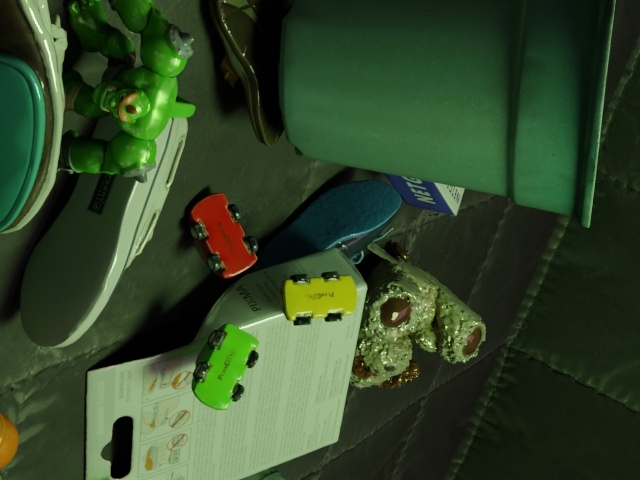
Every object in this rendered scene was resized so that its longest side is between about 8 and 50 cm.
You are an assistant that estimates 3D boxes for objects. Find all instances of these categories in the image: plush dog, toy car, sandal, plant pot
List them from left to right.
[{"bbox_3d":[-0.093,0.091,1.456,0.053,0.239,0.225,-14,-133,63],"label":"toy car"},{"bbox_3d":[-0.080,-0.196,1.331,0.090,0.060,0.219,-58,145,-25],"label":"sandal"},{"bbox_3d":[0.101,0.144,2.036,0.262,0.210,0.225,20,114,-41],"label":"plush dog"},{"bbox_3d":[0.145,-0.200,1.355,0.341,0.334,0.341,7,90,-77],"label":"plant pot"}]

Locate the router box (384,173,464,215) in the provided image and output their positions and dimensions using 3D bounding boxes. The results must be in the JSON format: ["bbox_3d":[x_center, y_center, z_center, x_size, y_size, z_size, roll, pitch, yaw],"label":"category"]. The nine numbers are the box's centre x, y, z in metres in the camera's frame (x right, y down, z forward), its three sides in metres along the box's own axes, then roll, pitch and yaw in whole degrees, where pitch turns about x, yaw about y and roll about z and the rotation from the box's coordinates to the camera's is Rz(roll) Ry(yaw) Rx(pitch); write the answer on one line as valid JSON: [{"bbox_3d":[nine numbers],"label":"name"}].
[{"bbox_3d":[0.162,-0.225,1.703,0.335,0.082,0.301,42,64,-68],"label":"router box"}]

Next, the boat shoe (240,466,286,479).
[{"bbox_3d":[-0.165,0.467,1.878,0.319,0.099,0.116,-57,158,-12],"label":"boat shoe"}]

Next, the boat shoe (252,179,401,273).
[{"bbox_3d":[0.000,0.000,1.712,0.258,0.109,0.089,-28,150,-28],"label":"boat shoe"}]

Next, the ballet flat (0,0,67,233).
[{"bbox_3d":[-0.243,-0.176,0.911,0.139,0.139,0.400,-44,152,-37],"label":"ballet flat"}]

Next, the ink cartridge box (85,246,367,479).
[{"bbox_3d":[-0.136,0.193,1.605,0.385,0.091,0.308,-15,136,-27],"label":"ink cartridge box"}]

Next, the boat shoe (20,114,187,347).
[{"bbox_3d":[-0.205,-0.018,1.218,0.088,0.096,0.268,20,90,-64],"label":"boat shoe"}]

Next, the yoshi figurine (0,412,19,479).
[{"bbox_3d":[-0.382,0.158,0.993,0.203,0.204,0.362,-17,167,-3],"label":"yoshi figurine"}]

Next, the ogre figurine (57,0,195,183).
[{"bbox_3d":[-0.177,-0.138,1.089,0.197,0.118,0.097,-62,159,0],"label":"ogre figurine"}]
